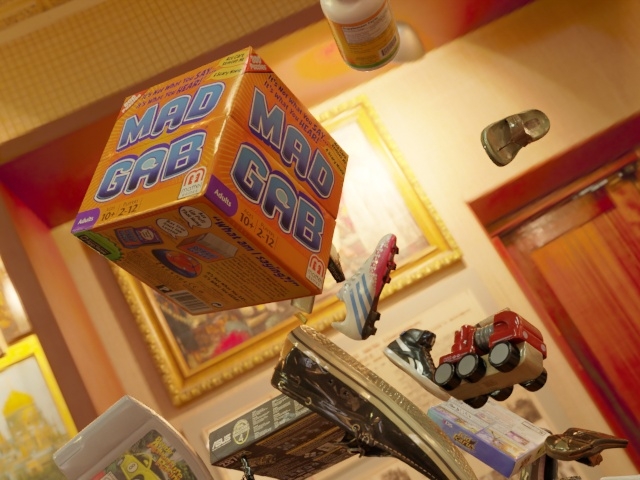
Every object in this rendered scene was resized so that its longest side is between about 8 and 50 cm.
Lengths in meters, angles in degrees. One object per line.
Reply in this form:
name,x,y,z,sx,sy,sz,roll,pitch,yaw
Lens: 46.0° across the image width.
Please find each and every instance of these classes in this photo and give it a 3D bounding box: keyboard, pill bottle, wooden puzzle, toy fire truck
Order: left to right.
keyboard,-0.168,0.598,1.793,0.038,0.192,0.100,-15,-48,-17
wooden puzzle,-0.041,0.140,1.846,0.014,0.079,0.116,2,-70,-47
pill bottle,0.078,-0.478,1.570,0.136,0.136,0.245,-30,-31,2
toy fire truck,0.365,0.207,1.568,0.159,0.246,0.217,34,-43,-26

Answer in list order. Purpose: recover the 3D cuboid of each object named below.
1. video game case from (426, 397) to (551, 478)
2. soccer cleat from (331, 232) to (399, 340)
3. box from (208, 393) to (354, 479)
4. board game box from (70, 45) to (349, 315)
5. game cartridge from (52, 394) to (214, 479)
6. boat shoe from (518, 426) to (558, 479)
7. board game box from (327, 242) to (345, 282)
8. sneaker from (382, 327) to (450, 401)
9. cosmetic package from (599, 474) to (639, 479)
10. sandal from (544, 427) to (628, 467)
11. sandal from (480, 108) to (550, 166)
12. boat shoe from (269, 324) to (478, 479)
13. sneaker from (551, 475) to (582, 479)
video game case,0.457,0.517,2.047,0.244,0.270,0.061,-4,-64,-51
soccer cleat,0.125,0.125,2.201,0.116,0.143,0.331,32,-105,-72
box,-0.038,0.491,1.909,0.395,0.097,0.318,-35,-41,30
board game box,-0.206,-0.099,1.537,0.357,0.356,0.356,-12,-39,34
game cartridge,-0.310,0.433,1.349,0.196,0.294,0.060,-40,-2,-11
boat shoe,0.654,0.730,2.262,0.112,0.334,0.095,10,-19,-10
board game box,0.000,0.000,1.763,0.026,0.126,0.186,-27,-51,9
sneaker,0.260,0.286,1.834,0.121,0.217,0.079,-47,-41,-8
cosmetic package,0.857,0.652,1.573,0.394,0.329,0.327,10,-23,-32
sandal,0.471,0.377,1.344,0.090,0.060,0.219,8,3,43
sandal,0.550,-0.306,2.096,0.303,0.120,0.086,-35,-2,-34
boat shoe,0.105,0.375,1.550,0.156,0.500,0.187,-54,-13,2
sneaker,0.567,0.613,1.770,0.085,0.086,0.237,-8,-34,-5
